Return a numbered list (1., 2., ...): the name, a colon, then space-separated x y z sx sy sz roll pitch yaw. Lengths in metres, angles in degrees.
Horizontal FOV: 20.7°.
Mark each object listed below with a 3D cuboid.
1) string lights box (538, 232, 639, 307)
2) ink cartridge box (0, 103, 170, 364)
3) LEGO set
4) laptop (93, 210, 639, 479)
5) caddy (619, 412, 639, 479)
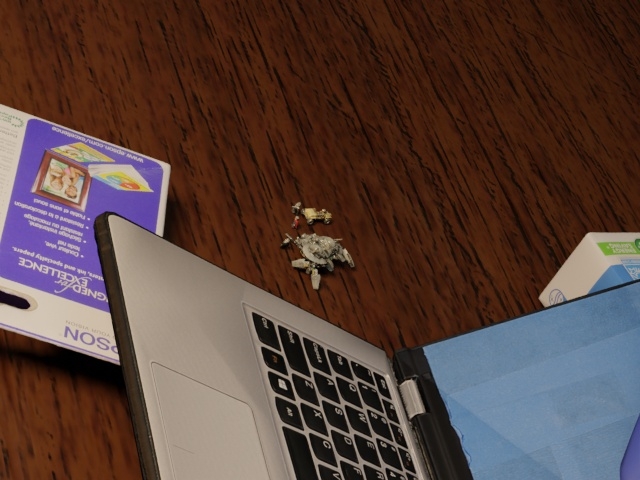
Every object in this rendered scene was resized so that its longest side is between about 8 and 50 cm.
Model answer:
1. string lights box: 0.285 0.112 1.266 0.133 0.076 0.259 -1 46 -38
2. ink cartridge box: -0.201 -0.006 1.088 0.206 0.045 0.208 20 36 -15
3. LEGO set: -0.002 -0.001 1.242 0.054 0.023 0.083 5 43 -31
4. laptop: 0.123 0.127 0.980 0.408 0.236 0.382 29 30 -38
5. caddy: 0.331 0.086 0.964 0.341 0.179 0.241 23 41 1
